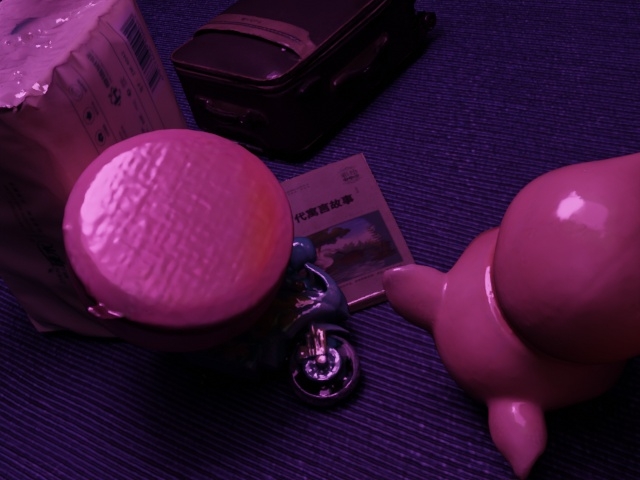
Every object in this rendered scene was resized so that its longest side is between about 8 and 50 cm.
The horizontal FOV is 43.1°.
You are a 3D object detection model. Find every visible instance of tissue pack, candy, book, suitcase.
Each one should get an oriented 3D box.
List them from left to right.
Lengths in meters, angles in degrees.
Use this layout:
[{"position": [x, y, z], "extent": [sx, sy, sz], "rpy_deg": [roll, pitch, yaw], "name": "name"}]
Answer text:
[{"position": [-0.309, -0.097, 1.047], "extent": [0.207, 0.380, 0.297], "rpy_deg": [1, 42, 20], "name": "tissue pack"}, {"position": [-0.155, 0.002, 0.869], "extent": [0.255, 0.094, 0.255], "rpy_deg": [5, 63, -10], "name": "candy"}, {"position": [-0.024, -0.329, 1.355], "extent": [0.283, 0.194, 0.434], "rpy_deg": [20, 54, 36], "name": "suitcase"}, {"position": [0.000, 0.000, 1.103], "extent": [0.215, 0.025, 0.282], "rpy_deg": [-20, 42, -2], "name": "book"}]

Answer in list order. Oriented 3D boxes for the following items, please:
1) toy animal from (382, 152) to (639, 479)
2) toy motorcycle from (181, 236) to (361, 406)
[{"position": [0.222, 0.052, 0.760], "extent": [0.269, 0.326, 0.237], "rpy_deg": [-35, 73, 3], "name": "toy animal"}, {"position": [-0.083, 0.073, 0.957], "extent": [0.297, 0.109, 0.198], "rpy_deg": [12, 64, 13], "name": "toy motorcycle"}]
